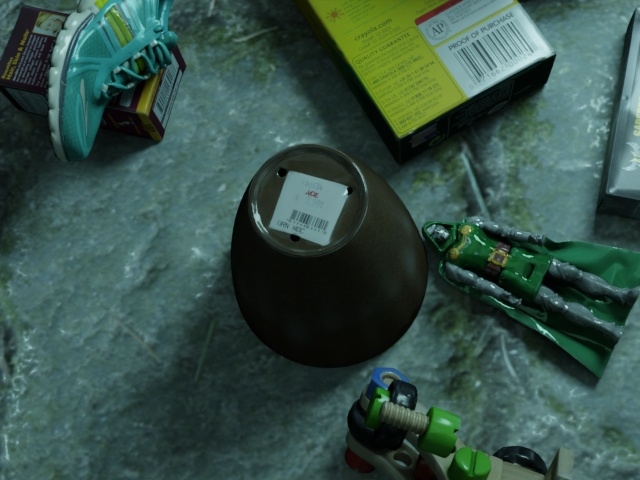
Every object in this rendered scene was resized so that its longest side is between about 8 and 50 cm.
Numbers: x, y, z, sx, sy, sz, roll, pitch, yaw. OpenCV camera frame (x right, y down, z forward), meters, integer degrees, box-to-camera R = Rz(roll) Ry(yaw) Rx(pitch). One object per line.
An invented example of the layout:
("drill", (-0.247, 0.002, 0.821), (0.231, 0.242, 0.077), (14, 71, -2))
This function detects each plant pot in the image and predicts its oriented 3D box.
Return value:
("plant pot", (0.000, 0.000, 0.936), (0.215, 0.230, 0.215), (-2, 73, 5))

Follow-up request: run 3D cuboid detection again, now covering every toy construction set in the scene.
("toy construction set", (0.114, 0.288, 0.860), (0.237, 0.257, 0.309), (19, 96, -1))

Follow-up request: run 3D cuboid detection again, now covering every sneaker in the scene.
("sneaker", (-0.211, -0.207, 1.009), (0.110, 0.107, 0.275), (20, 75, 1))

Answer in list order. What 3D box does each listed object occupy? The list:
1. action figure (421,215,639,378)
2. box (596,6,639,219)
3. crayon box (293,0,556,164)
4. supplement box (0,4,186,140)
("action figure", (0.212, 0.033, 0.997), (0.232, 0.063, 0.137), (23, 79, 16))
("box", (0.410, -0.127, 1.026), (0.183, 0.056, 0.231), (11, 74, 10))
("crayon box", (0.095, -0.271, 1.091), (0.202, 0.081, 0.318), (-29, 73, -4))
("supplement box", (-0.265, -0.193, 1.102), (0.188, 0.081, 0.104), (13, 74, 9))
